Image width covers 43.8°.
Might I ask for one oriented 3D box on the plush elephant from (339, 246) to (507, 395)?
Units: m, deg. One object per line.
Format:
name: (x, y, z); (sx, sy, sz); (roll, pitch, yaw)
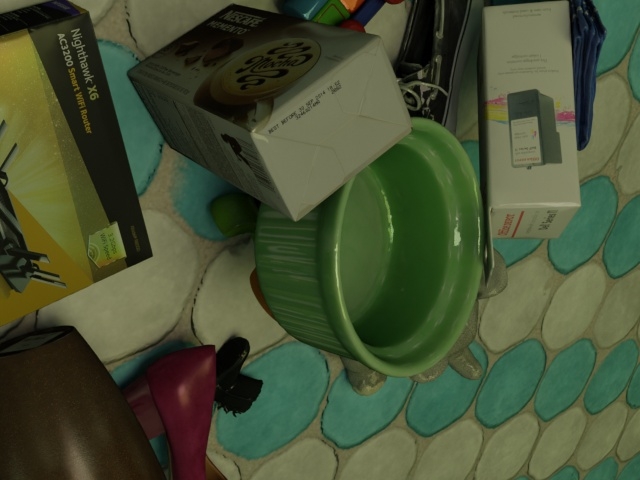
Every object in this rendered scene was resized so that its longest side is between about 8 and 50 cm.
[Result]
plush elephant: (0.162, 0.121, 1.259); (0.272, 0.255, 0.330); (-43, 134, -14)

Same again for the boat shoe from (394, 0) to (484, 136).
boat shoe: (0.146, -0.229, 1.154); (0.104, 0.113, 0.306); (9, 105, -36)

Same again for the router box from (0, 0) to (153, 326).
router box: (-0.334, -0.072, 0.852); (0.242, 0.081, 0.309); (-27, 129, -27)

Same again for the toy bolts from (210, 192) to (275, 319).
toy bolts: (0.000, 0.000, 1.081); (0.158, 0.218, 0.228); (-38, 146, 17)

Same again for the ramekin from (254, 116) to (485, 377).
ramekin: (0.061, 0.005, 0.973); (0.303, 0.148, 0.304); (-6, 98, -48)

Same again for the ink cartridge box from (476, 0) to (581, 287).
ink cartridge box: (0.283, -0.121, 1.104); (0.207, 0.119, 0.354); (52, 38, -76)

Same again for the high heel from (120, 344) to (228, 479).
high heel: (-0.153, 0.315, 1.169); (0.181, 0.127, 0.377); (-29, 129, 0)

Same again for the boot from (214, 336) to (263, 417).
boot: (-0.125, 0.210, 1.214); (0.121, 0.045, 0.099); (-51, 133, 4)

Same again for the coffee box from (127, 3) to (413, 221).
coffee box: (-0.066, -0.155, 0.879); (0.168, 0.297, 0.119); (-38, 128, -17)

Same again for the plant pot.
plant pot: (-0.317, 0.228, 0.959); (0.215, 0.215, 0.231); (-19, 100, -32)

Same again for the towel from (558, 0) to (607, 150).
towel: (0.379, -0.330, 1.174); (0.243, 0.040, 0.336); (69, 23, -54)

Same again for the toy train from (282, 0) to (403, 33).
toy train: (0.046, -0.363, 1.011); (0.248, 0.105, 0.143); (-50, 122, -7)
